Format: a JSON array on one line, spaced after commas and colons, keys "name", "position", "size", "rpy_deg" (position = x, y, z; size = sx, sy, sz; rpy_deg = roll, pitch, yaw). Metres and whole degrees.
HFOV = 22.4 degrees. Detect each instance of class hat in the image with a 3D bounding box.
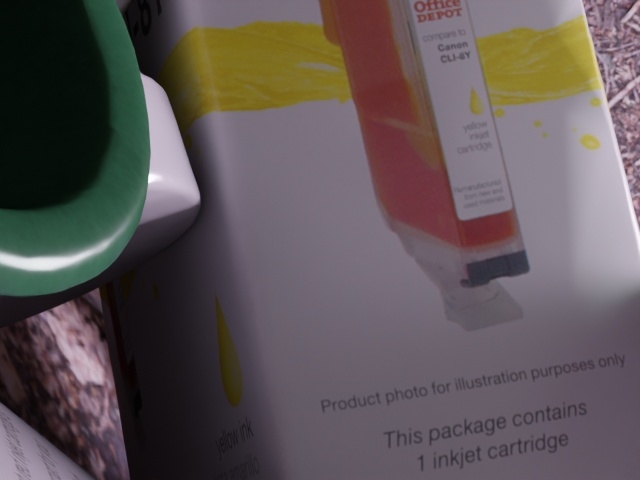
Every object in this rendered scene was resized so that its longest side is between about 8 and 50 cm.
[{"name": "hat", "position": [-0.171, -0.037, 0.410], "size": [0.173, 0.183, 0.208], "rpy_deg": [20, 44, -54]}]

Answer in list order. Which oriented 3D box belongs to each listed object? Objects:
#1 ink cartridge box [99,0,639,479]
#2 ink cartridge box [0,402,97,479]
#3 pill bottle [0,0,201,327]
[{"name": "ink cartridge box", "position": [0.000, 0.000, 0.688], "size": [0.279, 0.160, 0.385], "rpy_deg": [135, -55, -68]}, {"name": "ink cartridge box", "position": [-0.067, 0.133, 0.364], "size": [0.306, 0.131, 0.226], "rpy_deg": [40, -5, -13]}, {"name": "pill bottle", "position": [-0.183, -0.149, 0.559], "size": [0.363, 0.210, 0.210], "rpy_deg": [69, 16, 10]}]
